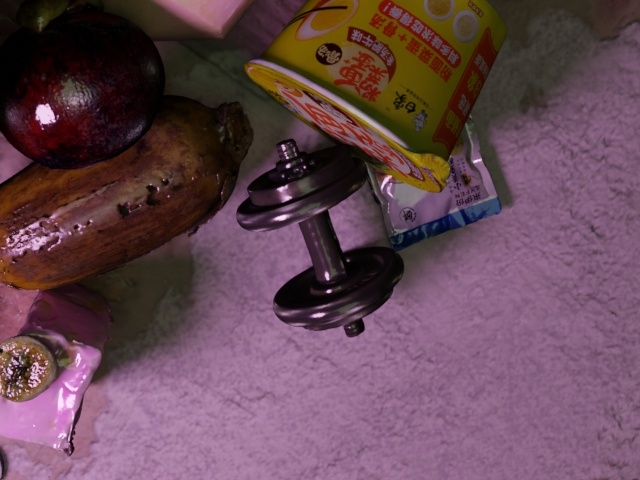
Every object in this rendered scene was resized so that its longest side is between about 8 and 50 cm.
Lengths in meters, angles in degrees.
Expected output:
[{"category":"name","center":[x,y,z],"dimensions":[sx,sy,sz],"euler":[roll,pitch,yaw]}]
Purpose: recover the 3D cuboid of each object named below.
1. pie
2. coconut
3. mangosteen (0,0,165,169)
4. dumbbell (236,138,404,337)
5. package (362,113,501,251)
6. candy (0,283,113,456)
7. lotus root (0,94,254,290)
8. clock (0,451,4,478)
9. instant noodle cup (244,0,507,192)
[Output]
[{"category":"pie","center":[-0.356,0.154,1.535],"dimensions":[0.084,0.021,0.084],"euler":[-2,101,-9]},{"category":"coconut","center":[-0.179,-0.359,1.605],"dimensions":[0.259,0.259,0.259],"euler":[-2,104,-9]},{"category":"mangosteen","center":[-0.293,-0.193,1.518],"dimensions":[0.216,0.216,0.216],"euler":[-2,104,-9]},{"category":"dumbbell","center":[0.000,0.000,1.740],"dimensions":[0.192,0.192,0.290],"euler":[-22,106,-3]},{"category":"package","center":[0.156,-0.090,1.828],"dimensions":[0.171,0.027,0.173],"euler":[-21,102,-3]},{"category":"candy","center":[-0.345,0.157,1.684],"dimensions":[0.116,0.265,0.155],"euler":[18,100,-9]},{"category":"lotus root","center":[-0.269,-0.064,1.682],"dimensions":[0.397,0.196,0.179],"euler":[-27,70,1]},{"category":"clock","center":[-0.492,0.323,1.826],"dimensions":[0.085,0.017,0.085],"euler":[-2,104,-9]},{"category":"instant noodle cup","center":[0.088,-0.231,1.658],"dimensions":[0.311,0.311,0.221],"euler":[33,87,-15]}]
